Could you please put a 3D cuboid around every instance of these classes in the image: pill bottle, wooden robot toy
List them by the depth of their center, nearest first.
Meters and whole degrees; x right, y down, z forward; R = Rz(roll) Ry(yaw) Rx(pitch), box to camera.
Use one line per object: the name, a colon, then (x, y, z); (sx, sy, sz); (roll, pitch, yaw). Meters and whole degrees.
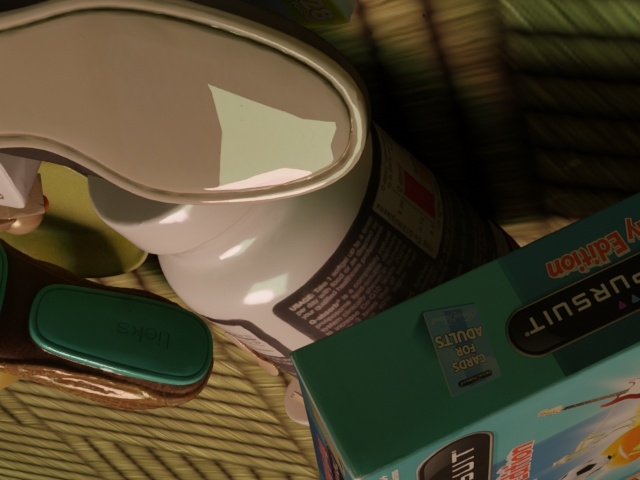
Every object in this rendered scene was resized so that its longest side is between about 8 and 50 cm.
pill bottle: (0.000, 0.000, 0.977); (0.162, 0.162, 0.278); (-6, 147, 41)
wooden robot toy: (-0.225, -0.031, 1.106); (0.079, 0.076, 0.173); (-12, 174, -36)

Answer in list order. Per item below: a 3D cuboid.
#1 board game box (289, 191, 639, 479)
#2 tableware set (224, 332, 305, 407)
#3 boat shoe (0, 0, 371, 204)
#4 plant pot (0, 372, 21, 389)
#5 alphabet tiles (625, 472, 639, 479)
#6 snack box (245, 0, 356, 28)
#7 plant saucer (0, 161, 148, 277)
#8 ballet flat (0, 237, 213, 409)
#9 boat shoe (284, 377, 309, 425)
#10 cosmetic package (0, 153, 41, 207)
board game box: (0.160, 0.070, 0.891); (0.336, 0.079, 0.254); (-25, 155, -7)
tableware set: (0.005, 0.101, 1.310); (0.141, 0.020, 0.169); (44, 145, -11)
boat shoe: (-0.127, -0.088, 0.804); (0.335, 0.095, 0.112); (4, 119, 19)
plant pot: (-0.295, 0.049, 1.333); (0.134, 0.134, 0.095); (19, 128, -8)
alphabet tiles: (0.241, 0.202, 1.425); (0.285, 0.011, 0.342); (25, 152, -12)
snack box: (-0.104, -0.170, 0.782); (0.207, 0.070, 0.174); (-4, 149, 35)
plant saucer: (-0.240, -0.041, 1.189); (0.241, 0.037, 0.241); (12, 156, 6)
ballet flat: (-0.251, 0.058, 1.230); (0.342, 0.116, 0.124); (19, 149, -22)
boat shoe: (0.054, 0.151, 1.399); (0.184, 0.066, 0.063); (-6, 162, 37)
cosmetic package: (-0.280, -0.102, 0.986); (0.231, 0.117, 0.085); (9, 155, 13)
